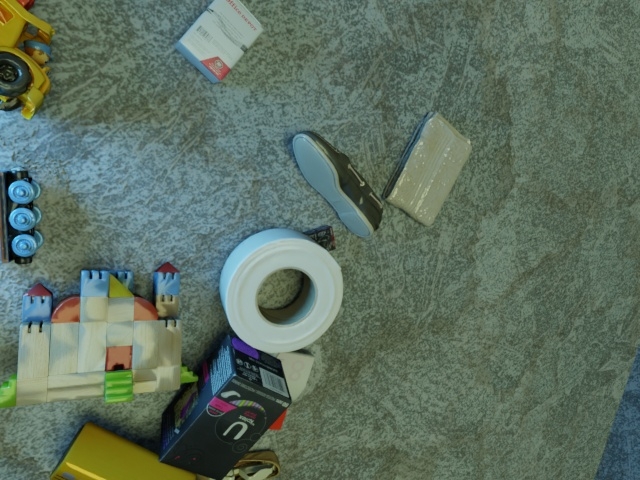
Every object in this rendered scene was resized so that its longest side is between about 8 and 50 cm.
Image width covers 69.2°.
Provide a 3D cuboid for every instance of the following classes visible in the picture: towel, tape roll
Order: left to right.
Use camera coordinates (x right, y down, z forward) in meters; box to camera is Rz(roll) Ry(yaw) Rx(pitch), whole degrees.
[{"bbox_3d":[-0.091,0.117,1.103,0.286,0.100,0.286,-5,106,-19],"label":"tape roll"},{"bbox_3d":[0.304,-0.195,1.290,0.187,0.049,0.282,29,87,-28],"label":"towel"}]

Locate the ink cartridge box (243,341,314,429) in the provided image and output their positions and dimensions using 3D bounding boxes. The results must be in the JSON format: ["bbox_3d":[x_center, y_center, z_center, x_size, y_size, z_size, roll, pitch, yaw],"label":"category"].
[{"bbox_3d":[-0.137,0.382,1.180,0.189,0.066,0.233,16,89,-29],"label":"ink cartridge box"}]

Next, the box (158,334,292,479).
[{"bbox_3d":[-0.217,0.379,1.046,0.165,0.143,0.270,34,102,-27],"label":"box"}]

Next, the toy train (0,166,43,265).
[{"bbox_3d":[-0.577,-0.043,0.853,0.105,0.080,0.184,-1,101,-21],"label":"toy train"}]

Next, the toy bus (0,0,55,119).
[{"bbox_3d":[-0.535,-0.349,0.786,0.220,0.149,0.211,42,65,-30],"label":"toy bus"}]

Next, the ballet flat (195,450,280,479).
[{"bbox_3d":[-0.208,0.580,1.172,0.232,0.073,0.080,1,100,-27],"label":"ballet flat"}]

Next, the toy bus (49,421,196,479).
[{"bbox_3d":[-0.391,0.522,0.999,0.332,0.108,0.130,35,128,-16],"label":"toy bus"}]

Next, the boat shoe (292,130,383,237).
[{"bbox_3d":[0.051,-0.149,1.145,0.335,0.112,0.095,52,58,-31],"label":"boat shoe"}]

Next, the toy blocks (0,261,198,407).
[{"bbox_3d":[-0.433,0.171,0.934,0.381,0.190,0.261,3,88,-28],"label":"toy blocks"}]

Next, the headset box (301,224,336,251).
[{"bbox_3d":[0.000,0.000,1.183,0.083,0.032,0.062,-19,109,-24],"label":"headset box"}]

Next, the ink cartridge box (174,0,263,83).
[{"bbox_3d":[-0.210,-0.423,0.969,0.109,0.063,0.150,41,80,-27],"label":"ink cartridge box"}]
